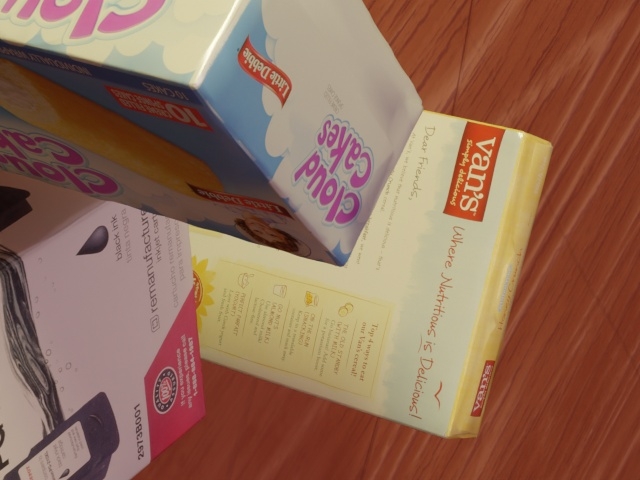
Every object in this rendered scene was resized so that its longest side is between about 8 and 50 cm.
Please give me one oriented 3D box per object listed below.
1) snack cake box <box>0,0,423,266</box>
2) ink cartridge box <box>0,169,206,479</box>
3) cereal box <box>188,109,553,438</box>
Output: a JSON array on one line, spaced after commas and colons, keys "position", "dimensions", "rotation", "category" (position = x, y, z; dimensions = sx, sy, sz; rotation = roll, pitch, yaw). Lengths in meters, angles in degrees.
[{"position": [-0.107, -0.087, 0.689], "dimensions": [0.089, 0.264, 0.152], "rotation": [-64, 149, -18], "category": "snack cake box"}, {"position": [-0.169, 0.066, 0.822], "dimensions": [0.237, 0.100, 0.172], "rotation": [-38, 134, -47], "category": "ink cartridge box"}, {"position": [0.000, 0.000, 0.942], "dimensions": [0.047, 0.240, 0.173], "rotation": [12, 93, -61], "category": "cereal box"}]
